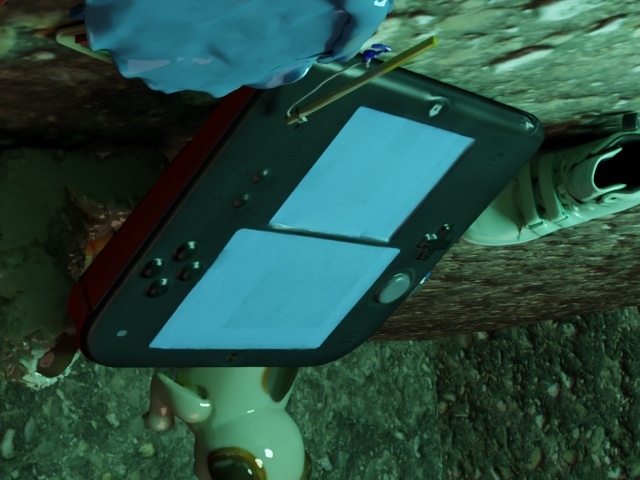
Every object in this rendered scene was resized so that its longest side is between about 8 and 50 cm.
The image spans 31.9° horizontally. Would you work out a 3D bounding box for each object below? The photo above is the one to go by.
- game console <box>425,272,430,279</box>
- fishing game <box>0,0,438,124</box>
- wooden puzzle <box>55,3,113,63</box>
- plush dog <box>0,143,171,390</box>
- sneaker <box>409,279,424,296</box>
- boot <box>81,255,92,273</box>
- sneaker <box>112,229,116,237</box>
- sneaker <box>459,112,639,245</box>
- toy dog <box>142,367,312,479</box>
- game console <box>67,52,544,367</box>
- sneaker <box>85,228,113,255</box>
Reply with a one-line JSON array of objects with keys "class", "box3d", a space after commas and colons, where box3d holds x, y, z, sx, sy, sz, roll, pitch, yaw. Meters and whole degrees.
[{"class": "game console", "box3d": [-0.051, 0.042, 1.469, 0.293, 0.173, 0.250, -13, 164, -46]}, {"class": "fishing game", "box3d": [-0.050, -0.145, 0.676, 0.264, 0.041, 0.189, 14, 149, -43]}, {"class": "wooden puzzle", "box3d": [-0.135, -0.138, 0.777, 0.078, 0.014, 0.116, -11, 168, 34]}, {"class": "plush dog", "box3d": [-0.291, 0.006, 1.073, 0.210, 0.262, 0.225, 32, 151, -10]}, {"class": "sneaker", "box3d": [0.000, 0.000, 1.322, 0.235, 0.153, 0.094, -1, 126, -13]}, {"class": "boot", "box3d": [-0.401, 0.004, 1.321, 0.269, 0.089, 0.236, 1, -178, -25]}, {"class": "sneaker", "box3d": [-0.172, 0.005, 1.415, 0.211, 0.080, 0.081, 0, -167, 29]}, {"class": "sneaker", "box3d": [0.243, -0.061, 1.150, 0.255, 0.094, 0.151, -17, 173, 16]}, {"class": "toy dog", "box3d": [-0.131, 0.274, 2.047, 0.395, 0.408, 0.284, -8, 170, 22]}, {"class": "game console", "box3d": [-0.002, -0.009, 0.991, 0.386, 0.060, 0.342, 7, 134, -51]}, {"class": "sneaker", "box3d": [-0.282, -0.018, 1.295, 0.067, 0.064, 0.175, -18, 170, 17]}]
